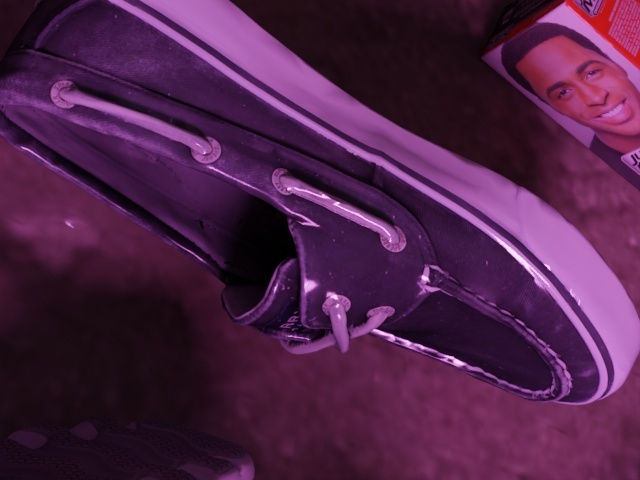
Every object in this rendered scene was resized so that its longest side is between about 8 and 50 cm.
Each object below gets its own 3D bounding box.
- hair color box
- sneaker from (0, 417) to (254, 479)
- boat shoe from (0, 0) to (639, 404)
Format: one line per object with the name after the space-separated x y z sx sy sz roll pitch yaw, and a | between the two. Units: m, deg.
0.162 -0.079 0.758 0.141 0.072 0.043 37 57 -15 | hair color box
-0.130 0.157 0.492 0.281 0.105 0.115 -33 122 -38 | sneaker
0.000 0.000 0.606 0.301 0.108 0.102 35 57 -14 | boat shoe
